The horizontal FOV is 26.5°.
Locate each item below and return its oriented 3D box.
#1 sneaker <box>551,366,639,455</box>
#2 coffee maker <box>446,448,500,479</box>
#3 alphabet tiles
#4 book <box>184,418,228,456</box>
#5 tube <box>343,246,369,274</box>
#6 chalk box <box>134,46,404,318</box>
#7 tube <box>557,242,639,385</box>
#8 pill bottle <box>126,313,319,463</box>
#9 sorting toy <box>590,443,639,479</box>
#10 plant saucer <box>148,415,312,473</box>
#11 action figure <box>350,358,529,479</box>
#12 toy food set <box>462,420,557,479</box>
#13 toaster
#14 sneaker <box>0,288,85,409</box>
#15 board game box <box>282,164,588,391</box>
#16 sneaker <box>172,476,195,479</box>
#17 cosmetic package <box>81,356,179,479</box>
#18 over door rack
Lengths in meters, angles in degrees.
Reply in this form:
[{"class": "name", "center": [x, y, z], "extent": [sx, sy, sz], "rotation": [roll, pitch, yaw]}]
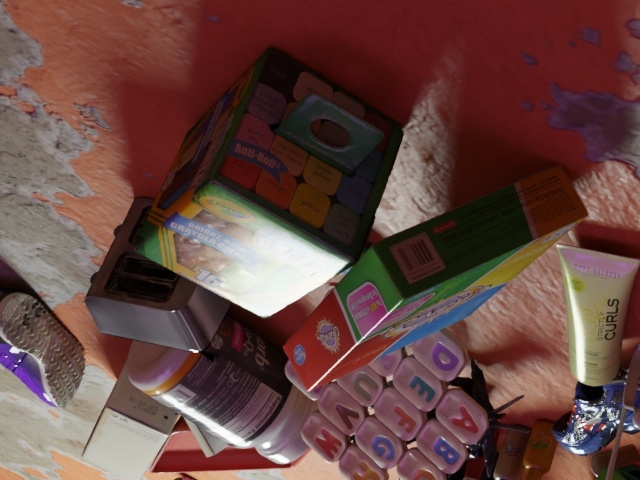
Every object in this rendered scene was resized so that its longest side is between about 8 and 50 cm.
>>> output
[{"class": "sneaker", "center": [0.361, 0.211, 1.758], "extent": [0.087, 0.083, 0.221], "rotation": [40, 148, -1]}, {"class": "coffee maker", "center": [0.227, 0.395, 2.109], "extent": [0.171, 0.120, 0.178], "rotation": [16, 151, 13]}, {"class": "alphabet tiles", "center": [0.079, 0.205, 1.789], "extent": [0.278, 0.021, 0.284], "rotation": [41, 123, 18]}, {"class": "book", "center": [-0.168, 0.244, 2.077], "extent": [0.144, 0.096, 0.035], "rotation": [59, 148, 0]}, {"class": "tube", "center": [0.000, 0.000, 1.662], "extent": [0.207, 0.052, 0.080], "rotation": [30, 161, -28]}, {"class": "chalk box", "center": [-0.042, -0.063, 1.434], "extent": [0.180, 0.179, 0.289], "rotation": [29, 151, -15]}, {"class": "tube", "center": [0.318, 0.083, 1.573], "extent": [0.070, 0.062, 0.240], "rotation": [-21, 142, -7]}, {"class": "pill bottle", "center": [-0.132, 0.206, 1.985], "extent": [0.278, 0.162, 0.162], "rotation": [36, 149, -28]}, {"class": "sorting toy", "center": [0.465, 0.324, 1.768], "extent": [0.196, 0.047, 0.348], "rotation": [34, -166, 27]}, {"class": "plant saucer", "center": [-0.138, 0.326, 2.231], "extent": [0.258, 0.047, 0.259], "rotation": [1, 155, -16]}, {"class": "action figure", "center": [0.141, 0.255, 1.860], "extent": [0.276, 0.164, 0.141], "rotation": [-10, -176, 39]}, {"class": "toy food set", "center": [0.217, 0.296, 1.957], "extent": [0.232, 0.104, 0.111], "rotation": [16, 151, 10]}, {"class": "toaster", "center": [-0.192, 0.048, 1.742], "extent": [0.186, 0.168, 0.110], "rotation": [10, 149, 22]}, {"class": "sneaker", "center": [-0.501, 0.168, 2.251], "extent": [0.146, 0.102, 0.293], "rotation": [11, 146, 27]}, {"class": "board game box", "center": [0.115, 0.047, 1.474], "extent": [0.064, 0.242, 0.316], "rotation": [61, 154, 12]}, {"class": "sneaker", "center": [-0.255, 0.538, 2.749], "extent": [0.077, 0.072, 0.178], "rotation": [8, 145, 45]}, {"class": "cosmetic package", "center": [-0.292, 0.270, 2.210], "extent": [0.113, 0.160, 0.309], "rotation": [26, 151, -6]}, {"class": "over door rack", "center": [0.443, 0.298, 1.570], "extent": [0.239, 0.324, 0.108], "rotation": [23, 159, -2]}]
